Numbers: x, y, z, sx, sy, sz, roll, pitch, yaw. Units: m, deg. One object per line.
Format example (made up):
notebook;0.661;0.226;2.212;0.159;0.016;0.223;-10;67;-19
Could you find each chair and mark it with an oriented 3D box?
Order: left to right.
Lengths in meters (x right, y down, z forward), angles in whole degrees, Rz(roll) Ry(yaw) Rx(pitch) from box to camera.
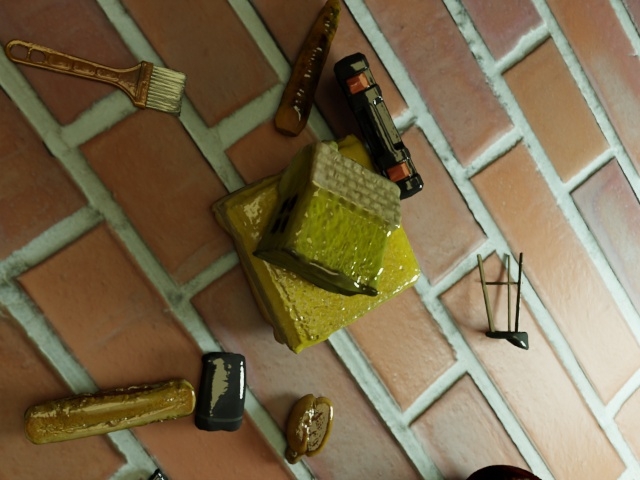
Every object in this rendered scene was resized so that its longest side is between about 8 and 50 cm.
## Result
chair;0.407;0.136;1.450;0.095;0.104;0.221;-5;85;3

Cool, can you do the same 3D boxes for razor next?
razor;-0.184;0.282;1.218;0.090;0.054;0.147;7;86;-25

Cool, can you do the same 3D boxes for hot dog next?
hot dog;-0.364;0.295;1.140;0.289;0.068;0.083;-4;113;-26
hot dog;-0.025;0.374;1.281;0.090;0.060;0.140;14;76;-17

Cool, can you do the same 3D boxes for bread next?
bread;0.000;0.000;1.257;0.324;0.143;0.333;-27;98;-22

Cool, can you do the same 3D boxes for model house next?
model house;0.027;-0.041;1.098;0.194;0.175;0.234;25;81;-21

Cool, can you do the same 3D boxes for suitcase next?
suitcase;0.112;-0.222;1.278;0.066;0.206;0.285;-25;98;7

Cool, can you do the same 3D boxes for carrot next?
carrot;-0.016;-0.358;1.306;0.066;0.066;0.314;24;79;-20

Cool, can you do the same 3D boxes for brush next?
brush;-0.403;-0.303;1.173;0.315;0.017;0.090;11;81;-21

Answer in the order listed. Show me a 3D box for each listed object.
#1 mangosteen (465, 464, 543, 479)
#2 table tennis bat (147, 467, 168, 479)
mangosteen;0.410;0.596;1.378;0.261;0.236;0.235;18;80;-55
table tennis bat;-0.234;0.514;1.208;0.150;0.027;0.236;-43;106;-18
